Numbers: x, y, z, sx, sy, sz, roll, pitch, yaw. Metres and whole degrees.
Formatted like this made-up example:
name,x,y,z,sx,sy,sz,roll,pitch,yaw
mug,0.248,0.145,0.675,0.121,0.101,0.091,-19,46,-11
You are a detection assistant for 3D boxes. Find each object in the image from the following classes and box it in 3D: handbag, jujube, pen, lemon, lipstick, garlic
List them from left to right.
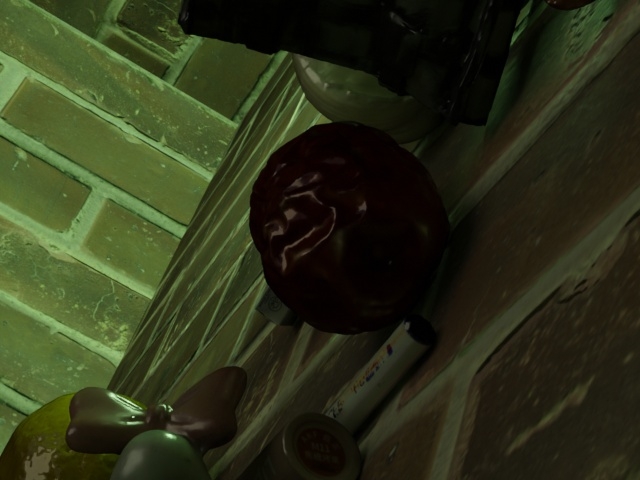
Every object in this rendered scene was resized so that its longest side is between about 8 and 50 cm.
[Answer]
name,x,y,z,sx,sy,sz,roll,pitch,yaw
lemon,-0.261,0.287,1.606,0.263,0.236,0.236,22,81,54
lipstick,-0.058,0.235,1.150,0.254,0.070,0.070,-52,12,41
pen,0.013,0.155,1.147,0.269,0.033,0.033,-53,11,34
jujube,0.024,-0.013,1.230,0.174,0.174,0.250,-59,20,7
handbag,0.048,-0.306,1.280,0.162,0.325,0.327,-55,-17,-74
garlic,0.067,-0.222,1.551,0.184,0.203,0.281,82,-154,-65

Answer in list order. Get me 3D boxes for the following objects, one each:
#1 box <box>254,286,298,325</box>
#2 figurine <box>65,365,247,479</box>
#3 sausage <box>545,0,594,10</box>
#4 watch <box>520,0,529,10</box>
name,x,y,z,sx,sy,sz,roll,pitch,yaw
box,0.000,0.000,1.633,0.218,0.039,0.055,-59,-18,8
figurine,-0.115,0.247,0.966,0.421,0.154,0.193,-98,1,-65
sausage,0.252,-0.316,1.183,0.304,0.078,0.078,-70,12,-19
watch,0.136,-0.303,1.443,0.068,0.195,0.237,92,176,-45
